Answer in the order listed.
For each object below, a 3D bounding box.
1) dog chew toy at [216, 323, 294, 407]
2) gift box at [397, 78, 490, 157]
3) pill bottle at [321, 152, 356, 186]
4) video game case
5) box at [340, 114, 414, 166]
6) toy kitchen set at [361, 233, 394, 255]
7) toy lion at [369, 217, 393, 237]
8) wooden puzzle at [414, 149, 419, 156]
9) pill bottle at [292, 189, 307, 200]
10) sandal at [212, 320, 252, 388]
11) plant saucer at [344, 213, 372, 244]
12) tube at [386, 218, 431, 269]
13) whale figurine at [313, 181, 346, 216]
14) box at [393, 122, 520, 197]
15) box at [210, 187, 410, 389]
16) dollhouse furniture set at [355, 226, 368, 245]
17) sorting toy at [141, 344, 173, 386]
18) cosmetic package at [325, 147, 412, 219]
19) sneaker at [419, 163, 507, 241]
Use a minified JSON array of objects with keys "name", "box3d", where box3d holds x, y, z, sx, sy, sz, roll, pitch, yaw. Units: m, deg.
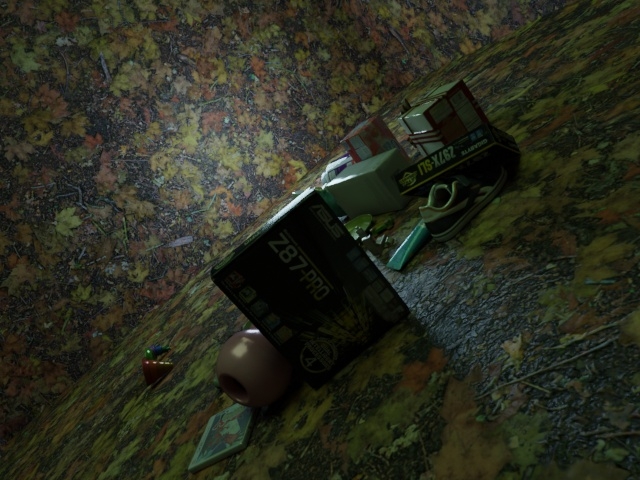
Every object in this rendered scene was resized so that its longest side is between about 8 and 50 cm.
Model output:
[{"name":"dog chew toy","box3d":[-0.133,0.298,1.341,0.206,0.207,0.332,-24,13,43]},{"name":"gift box","box3d":[0.491,-0.508,1.980,0.255,0.276,0.258,-36,14,-9]},{"name":"pill bottle","box3d":[0.151,-0.350,2.457,0.322,0.181,0.181,-20,25,50]},{"name":"video game case","box3d":[-0.254,0.517,1.310,0.201,0.023,0.183,-33,17,22]},{"name":"box","box3d":[0.249,-0.356,2.038,0.142,0.300,0.154,-46,17,-23]},{"name":"toy kitchen set","box3d":[0.197,-0.008,1.622,0.068,0.075,0.083,-23,27,42]},{"name":"toy lion","box3d":[0.224,-0.055,1.780,0.100,0.034,0.096,-31,11,27]},{"name":"wooden puzzle","box3d":[0.480,-0.435,2.258,0.078,0.014,0.116,-22,24,47]},{"name":"pill bottle","box3d":[-0.073,-0.113,2.200,0.124,0.222,0.124,-6,16,2]},{"name":"sandal","box3d":[-0.285,0.369,1.659,0.120,0.086,0.303,-29,19,33]},{"name":"plant saucer","box3d":[0.113,-0.012,1.894,0.241,0.037,0.241,-36,16,12]},{"name":"tube","box3d":[0.281,0.006,1.461,0.207,0.052,0.080,-48,13,-11]},{"name":"whale figurine","box3d":[0.047,-0.174,2.234,0.272,0.216,0.141,-6,67,53]},{"name":"box","box3d":[0.424,-0.235,1.505,0.321,0.080,0.257,-28,-16,34]},{"name":"box","box3d":[-0.020,0.122,1.182,0.318,0.395,0.097,-39,16,-3]},{"name":"dollhouse furniture set","box3d":[0.124,0.010,1.726,0.114,0.081,0.091,-37,16,10]},{"name":"sorting toy","box3d":[-0.734,0.548,2.217,0.126,0.127,0.365,-13,8,-14]},{"name":"cosmetic package","box3d":[0.207,-0.218,1.956,0.155,0.197,0.365,-46,19,-23]},{"name":"sneaker","box3d":[0.419,-0.145,1.416,0.321,0.127,0.126,-44,15,-20]}]
